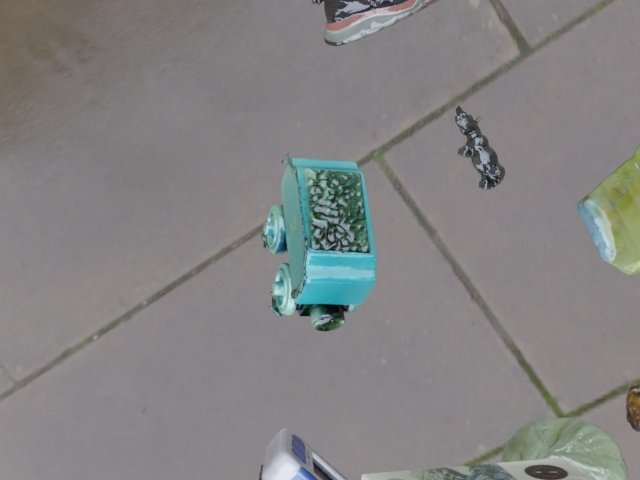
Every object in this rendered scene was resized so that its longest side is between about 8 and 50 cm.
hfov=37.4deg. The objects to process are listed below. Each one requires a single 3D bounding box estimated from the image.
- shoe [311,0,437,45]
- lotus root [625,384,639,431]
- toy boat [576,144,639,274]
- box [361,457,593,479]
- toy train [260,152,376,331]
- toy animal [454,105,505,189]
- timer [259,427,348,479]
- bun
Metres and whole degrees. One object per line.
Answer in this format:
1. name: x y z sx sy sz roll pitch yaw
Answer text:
1. shoe: 0.108 -0.407 1.453 0.291 0.114 0.137 -17 106 34
2. lotus root: 0.492 0.205 1.134 0.257 0.154 0.140 9 98 -19
3. toy boat: 0.355 -0.064 0.777 0.276 0.084 0.111 -21 65 -3
4. box: 0.160 0.326 1.000 0.256 0.069 0.164 2 103 -24
5. toy train: 0.000 0.000 1.164 0.112 0.203 0.163 0 149 -18
6. toy animal: 0.237 -0.142 1.429 0.047 0.065 0.135 -32 83 26
7. timer: -0.013 0.380 1.430 0.178 0.253 0.078 42 87 1
8. bun: 0.370 0.360 1.460 0.195 0.118 0.195 -11 66 27
